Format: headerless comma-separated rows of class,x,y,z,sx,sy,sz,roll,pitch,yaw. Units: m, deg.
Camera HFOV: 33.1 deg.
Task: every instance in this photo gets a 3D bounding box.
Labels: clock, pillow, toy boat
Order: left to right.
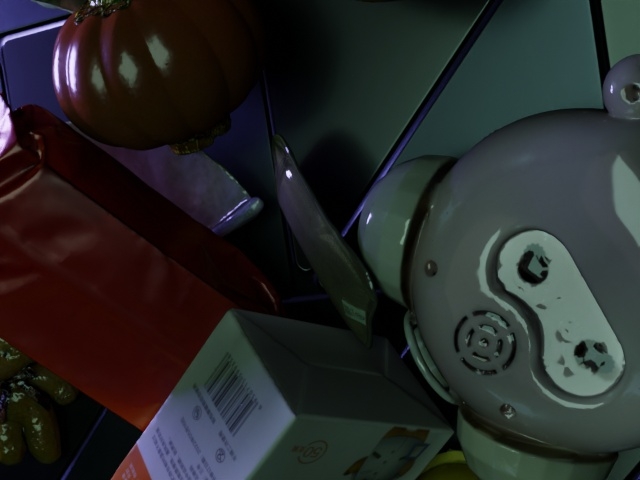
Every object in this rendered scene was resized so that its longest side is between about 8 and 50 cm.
toy boat,-0.241,-0.016,1.200,0.276,0.111,0.293,40,102,8
pillow,0.001,0.000,1.052,0.033,0.130,0.217,-22,58,-15
clock,0.219,0.040,0.942,0.325,0.184,0.342,-31,77,30

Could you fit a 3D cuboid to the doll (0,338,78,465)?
doll,-0.366,0.174,1.283,0.137,0.097,0.210,-7,98,21

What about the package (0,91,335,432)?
package,-0.197,0.050,1.082,0.423,0.123,0.196,38,111,-12

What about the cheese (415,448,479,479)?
cheese,0.113,0.293,1.072,0.270,0.069,0.177,-3,91,33

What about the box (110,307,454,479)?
box,-0.067,0.248,1.053,0.341,0.225,0.143,-54,47,21

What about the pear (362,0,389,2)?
pear,0.032,-0.355,0.917,0.314,0.314,0.314,3,97,26

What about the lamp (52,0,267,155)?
lamp,-0.160,-0.184,1.076,0.223,0.223,0.197,-10,121,27

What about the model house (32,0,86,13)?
model house,-0.309,-0.349,1.151,0.214,0.195,0.189,20,96,22
